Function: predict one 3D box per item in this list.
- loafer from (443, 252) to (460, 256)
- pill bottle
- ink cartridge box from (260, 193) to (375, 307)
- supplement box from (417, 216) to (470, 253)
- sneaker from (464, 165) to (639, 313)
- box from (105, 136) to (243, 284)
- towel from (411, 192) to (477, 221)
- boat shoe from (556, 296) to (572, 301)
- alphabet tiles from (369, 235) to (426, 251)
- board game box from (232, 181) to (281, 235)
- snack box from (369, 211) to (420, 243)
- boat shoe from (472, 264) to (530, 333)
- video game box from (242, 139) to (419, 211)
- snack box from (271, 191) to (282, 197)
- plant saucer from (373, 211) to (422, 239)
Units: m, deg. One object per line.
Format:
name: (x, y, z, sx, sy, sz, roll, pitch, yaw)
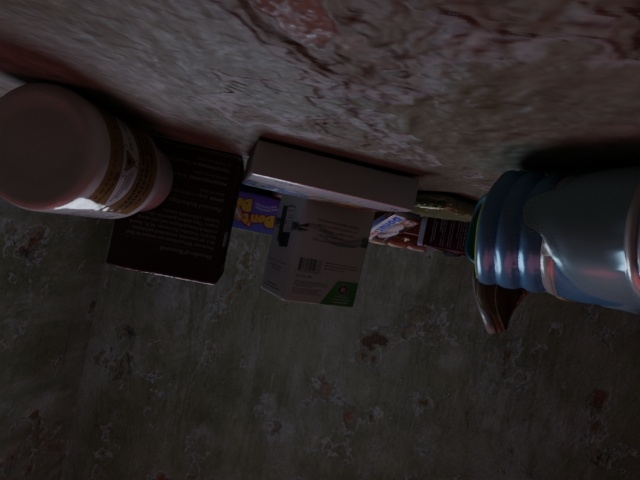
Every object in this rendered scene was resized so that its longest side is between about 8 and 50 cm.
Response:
loafer: (0.394, 0.009, 1.375, 0.078, 0.076, 0.223, 6, -176, 14)
pill bottle: (-0.271, -0.092, 0.582, 0.131, 0.131, 0.229, 12, 180, 4)
ink cartridge box: (0.000, 0.000, 0.824, 0.153, 0.208, 0.087, 12, -177, -35)
supplement box: (0.346, 0.002, 1.018, 0.240, 0.073, 0.130, 11, 179, 35)
sneaker: (0.262, 0.011, 0.438, 0.319, 0.127, 0.208, 24, 170, -40)
box: (-0.229, -0.048, 0.793, 0.167, 0.203, 0.168, 11, -179, -8)
towel: (0.180, -0.054, 0.746, 0.110, 0.027, 0.148, 13, -179, -33)
boat shoe: (0.699, 0.090, 1.160, 0.341, 0.121, 0.110, 0, -179, -29)
alphabet tiles: (0.220, -0.024, 1.472, 0.284, 0.021, 0.278, 10, -166, -1)
board game box: (-0.202, -0.088, 1.050, 0.347, 0.078, 0.233, 12, -170, -25)
snack box: (0.157, -0.032, 1.099, 0.064, 0.022, 0.178, 17, 160, -15)
boat shoe: (0.423, 0.083, 1.083, 0.117, 0.123, 0.324, -13, -153, 31)
video game box: (0.003, -0.080, 0.650, 0.205, 0.048, 0.187, 12, 178, -13)
snack box: (-0.016, -0.089, 0.965, 0.141, 0.037, 0.100, 12, -179, -23)
plant saucer: (0.186, -0.044, 1.276, 0.259, 0.047, 0.259, 11, -179, 5)
